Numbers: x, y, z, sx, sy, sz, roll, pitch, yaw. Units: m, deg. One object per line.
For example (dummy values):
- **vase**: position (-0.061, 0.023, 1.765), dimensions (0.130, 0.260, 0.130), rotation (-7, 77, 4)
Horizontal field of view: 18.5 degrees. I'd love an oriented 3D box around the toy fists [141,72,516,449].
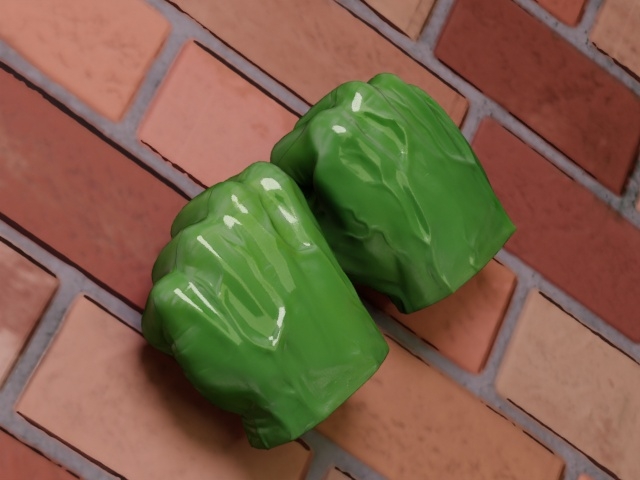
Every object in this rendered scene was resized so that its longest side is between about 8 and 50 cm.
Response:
- **toy fists**: position (0.000, 0.000, 1.192), dimensions (0.279, 0.096, 0.142), rotation (-40, 103, -39)
